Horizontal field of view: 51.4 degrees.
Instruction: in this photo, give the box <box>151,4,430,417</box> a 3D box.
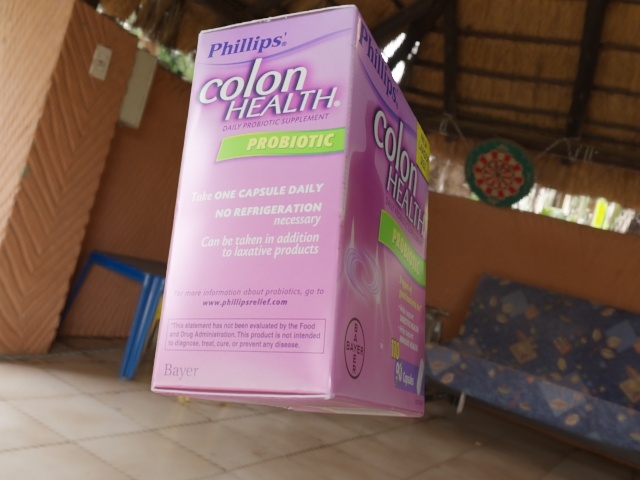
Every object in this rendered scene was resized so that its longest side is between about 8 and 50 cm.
[{"bbox_3d":[0.000,0.000,0.489,0.118,0.242,0.213,-3,-18,21],"label":"box"}]
